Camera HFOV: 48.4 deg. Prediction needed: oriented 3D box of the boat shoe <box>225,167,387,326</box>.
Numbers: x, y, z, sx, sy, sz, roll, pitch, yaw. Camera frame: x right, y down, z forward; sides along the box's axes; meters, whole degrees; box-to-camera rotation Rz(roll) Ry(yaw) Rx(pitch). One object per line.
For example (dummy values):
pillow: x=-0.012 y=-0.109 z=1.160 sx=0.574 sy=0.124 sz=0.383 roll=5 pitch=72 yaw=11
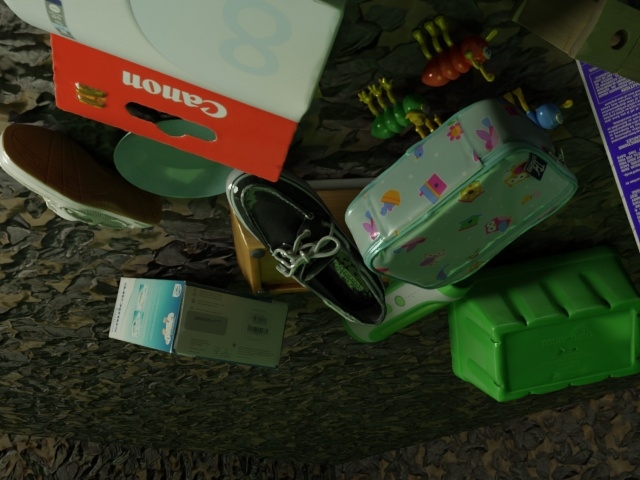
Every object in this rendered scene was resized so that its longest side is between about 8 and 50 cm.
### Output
boat shoe: x=-0.016 y=0.014 z=1.025 sx=0.113 sy=0.105 sz=0.306 roll=-37 pitch=112 yaw=10

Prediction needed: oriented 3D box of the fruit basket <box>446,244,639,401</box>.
fruit basket: x=0.439 y=0.158 z=1.487 sx=0.391 sy=0.392 sz=0.283 roll=-7 pitch=112 yaw=5

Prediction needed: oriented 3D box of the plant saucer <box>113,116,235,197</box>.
plant saucer: x=-0.190 y=-0.124 z=1.005 sx=0.194 sy=0.038 sz=0.195 roll=-4 pitch=153 yaw=-2

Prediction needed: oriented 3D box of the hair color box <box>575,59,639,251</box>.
hair color box: x=0.417 y=-0.084 z=0.855 sx=0.110 sy=0.339 sz=0.185 roll=-20 pitch=149 yaw=29

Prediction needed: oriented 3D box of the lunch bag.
lunch bag: x=0.194 y=-0.049 z=0.944 sx=0.279 sy=0.108 sz=0.224 roll=-38 pitch=142 yaw=26

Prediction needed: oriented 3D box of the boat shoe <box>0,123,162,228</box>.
boat shoe: x=-0.352 y=-0.070 z=1.016 sx=0.096 sy=0.098 sz=0.277 roll=-20 pitch=150 yaw=26

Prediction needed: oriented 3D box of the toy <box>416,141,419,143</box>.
toy: x=0.181 y=-0.036 z=1.123 sx=0.056 sy=0.137 sz=0.237 roll=12 pitch=161 yaw=32

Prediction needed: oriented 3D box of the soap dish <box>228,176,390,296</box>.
soap dish: x=0.000 y=0.000 z=1.189 sx=0.290 sy=0.118 sz=0.229 roll=-4 pitch=153 yaw=-5

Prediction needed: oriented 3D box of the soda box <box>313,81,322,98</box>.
soda box: x=-0.044 y=-0.232 z=0.795 sx=0.058 sy=0.061 sz=0.181 roll=-9 pitch=152 yaw=7

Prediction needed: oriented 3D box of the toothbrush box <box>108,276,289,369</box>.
toothbrush box: x=-0.232 y=0.150 z=1.324 sx=0.216 sy=0.126 sz=0.295 roll=16 pitch=169 yaw=-34

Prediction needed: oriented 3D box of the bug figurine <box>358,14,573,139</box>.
bug figurine: x=0.189 y=-0.170 z=0.943 sx=0.216 sy=0.072 sz=0.279 roll=-27 pitch=146 yaw=36

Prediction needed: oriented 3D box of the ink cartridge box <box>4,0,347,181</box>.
ink cartridge box: x=-0.160 y=-0.185 z=0.745 sx=0.308 sy=0.091 sz=0.385 roll=19 pitch=148 yaw=-5

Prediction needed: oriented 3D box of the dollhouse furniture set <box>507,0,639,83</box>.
dollhouse furniture set: x=0.320 y=-0.279 z=0.741 sx=0.128 sy=0.129 sz=0.184 roll=10 pitch=119 yaw=-28

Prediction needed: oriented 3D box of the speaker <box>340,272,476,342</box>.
speaker: x=0.166 y=0.104 z=1.408 sx=0.131 sy=0.131 sz=0.296 roll=13 pitch=147 yaw=-31
